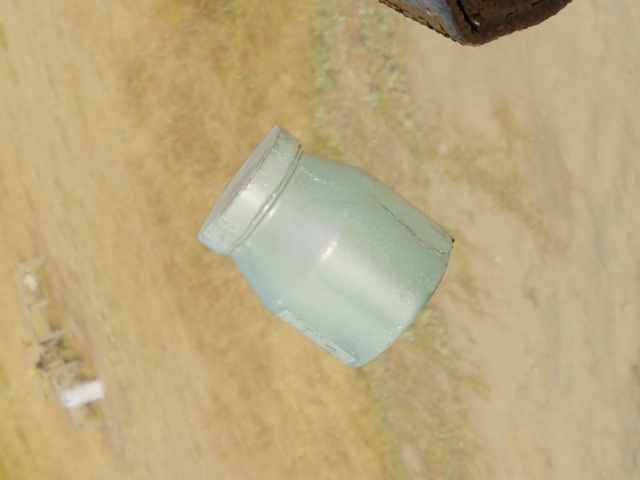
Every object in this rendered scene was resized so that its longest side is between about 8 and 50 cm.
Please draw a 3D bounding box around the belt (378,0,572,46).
[{"bbox_3d":[0.111,-0.247,0.596,0.164,0.289,0.184,36,156,37],"label":"belt"}]

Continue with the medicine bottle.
[{"bbox_3d":[0.000,0.000,1.472,0.290,0.245,0.245,37,160,-11],"label":"medicine bottle"}]
